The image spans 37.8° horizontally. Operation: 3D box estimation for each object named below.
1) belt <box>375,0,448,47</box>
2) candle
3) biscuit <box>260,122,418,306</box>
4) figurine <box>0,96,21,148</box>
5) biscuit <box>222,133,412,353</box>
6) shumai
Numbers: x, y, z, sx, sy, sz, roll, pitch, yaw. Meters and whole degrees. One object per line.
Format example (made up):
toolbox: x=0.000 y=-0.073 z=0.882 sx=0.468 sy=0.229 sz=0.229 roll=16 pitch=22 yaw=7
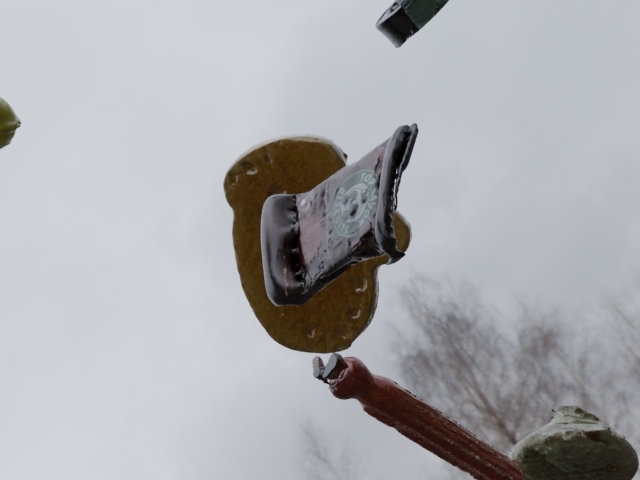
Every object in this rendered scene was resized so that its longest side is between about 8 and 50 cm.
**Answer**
belt: x=0.140 y=-0.352 z=1.414 sx=0.140 sy=0.058 sz=0.105 roll=-34 pitch=18 yaw=47
candle: x=0.119 y=0.206 z=1.032 sx=0.329 sy=0.051 sz=0.048 roll=36 pitch=-59 yaw=-28
biscuit: x=0.021 y=-0.021 z=1.013 sx=0.063 sy=0.151 sz=0.235 roll=17 pitch=-31 yaw=-34
figurine: x=-0.451 y=-0.153 z=0.873 sx=0.324 sy=0.340 sz=0.231 roll=3 pitch=-64 yaw=-20
biscuit: x=0.001 y=0.000 z=1.439 sx=0.287 sy=0.343 sz=0.057 roll=-14 pitch=2 yaw=19
shumai: x=0.380 y=0.308 z=1.409 sx=0.201 sy=0.120 sz=0.201 roll=3 pitch=-43 yaw=3
